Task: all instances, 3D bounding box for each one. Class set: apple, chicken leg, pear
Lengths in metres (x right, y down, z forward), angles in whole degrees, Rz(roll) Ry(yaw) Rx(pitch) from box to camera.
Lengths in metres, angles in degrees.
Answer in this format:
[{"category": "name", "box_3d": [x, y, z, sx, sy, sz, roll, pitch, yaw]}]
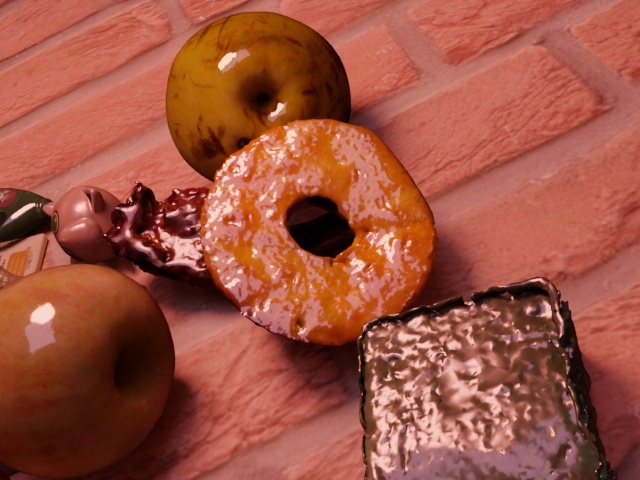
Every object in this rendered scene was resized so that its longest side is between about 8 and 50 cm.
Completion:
[{"category": "apple", "box_3d": [-0.315, 0.157, 1.116, 0.234, 0.257, 0.257, -3, 49, 31]}, {"category": "chicken leg", "box_3d": [-0.103, -0.004, 1.267, 0.407, 0.096, 0.158, -3, 75, 8]}, {"category": "pear", "box_3d": [-0.086, -0.199, 1.318, 0.283, 0.283, 0.283, -13, 46, 14]}]

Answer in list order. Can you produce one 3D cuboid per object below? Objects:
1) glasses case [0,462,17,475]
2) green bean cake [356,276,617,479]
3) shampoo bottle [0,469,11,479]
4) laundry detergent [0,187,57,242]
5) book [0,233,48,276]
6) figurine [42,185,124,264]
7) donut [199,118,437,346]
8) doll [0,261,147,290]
[{"category": "glasses case", "box_3d": [-0.427, 0.222, 1.253, 0.071, 0.047, 0.205, -26, 45, 2]}, {"category": "green bean cake", "box_3d": [0.166, 0.185, 0.954, 0.241, 0.132, 0.255, -15, 48, 13]}, {"category": "shampoo bottle", "box_3d": [-0.382, 0.392, 1.035, 0.104, 0.104, 0.278, -30, 44, -3]}, {"category": "laundry detergent", "box_3d": [-0.530, -0.036, 1.521, 0.211, 0.063, 0.137, -3, 36, 21]}, {"category": "book", "box_3d": [-0.586, 0.100, 1.456, 0.295, 0.020, 0.208, -13, 46, 14]}, {"category": "figurine", "box_3d": [-0.351, -0.022, 1.385, 0.138, 0.125, 0.125, 3, 49, 52]}, {"category": "donut", "box_3d": [0.000, 0.000, 1.154, 0.303, 0.110, 0.303, -1, 69, 4]}, {"category": "doll", "box_3d": [-0.381, 0.068, 1.328, 0.203, 0.091, 0.286, -1, 6, -33]}]
